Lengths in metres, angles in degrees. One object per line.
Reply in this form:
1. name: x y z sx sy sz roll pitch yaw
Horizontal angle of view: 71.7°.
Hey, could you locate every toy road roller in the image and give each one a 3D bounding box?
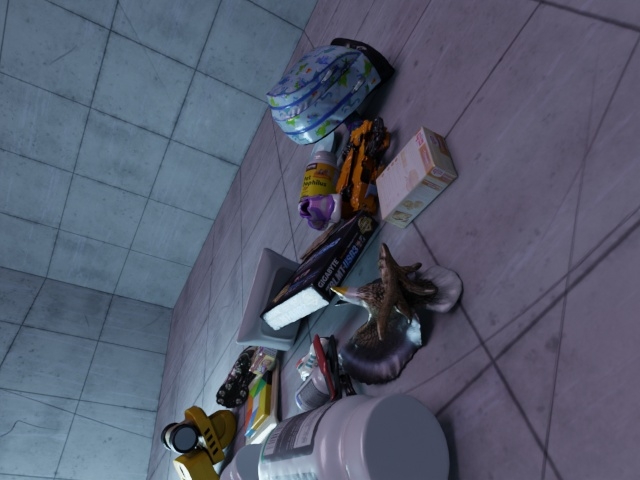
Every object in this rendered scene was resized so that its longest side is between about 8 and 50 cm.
1. toy road roller: -0.406 0.760 1.607 0.202 0.240 0.329 -32 81 55

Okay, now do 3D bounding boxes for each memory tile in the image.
1. memory tile: 0.000 0.000 1.302 0.148 0.012 0.113 -40 8 47

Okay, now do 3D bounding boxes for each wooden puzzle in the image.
1. wooden puzzle: -0.195 0.533 1.444 0.221 0.044 0.239 -54 28 33

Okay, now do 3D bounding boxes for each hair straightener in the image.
1. hair straightener: 0.049 0.306 1.018 0.230 0.089 0.047 -115 33 -54

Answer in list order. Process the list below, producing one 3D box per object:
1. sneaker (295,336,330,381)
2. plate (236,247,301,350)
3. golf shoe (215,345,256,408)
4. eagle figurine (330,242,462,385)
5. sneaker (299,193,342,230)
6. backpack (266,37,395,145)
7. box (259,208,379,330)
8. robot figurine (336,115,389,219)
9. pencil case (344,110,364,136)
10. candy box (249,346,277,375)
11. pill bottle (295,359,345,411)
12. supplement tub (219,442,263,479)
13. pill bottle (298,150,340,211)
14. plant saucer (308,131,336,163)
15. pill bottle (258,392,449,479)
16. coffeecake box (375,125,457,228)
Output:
1. sneaker: -0.006 0.326 1.188 0.161 0.057 0.075 -55 44 30
2. plate: -0.117 0.188 1.325 0.045 0.278 0.277 8 78 30
3. golf shoe: -0.296 0.509 1.649 0.273 0.105 0.120 -58 8 18
4. eagle figurine: 0.125 0.139 0.918 0.226 0.225 0.298 -37 -26 -23
5. sneaker: -0.015 -0.086 1.287 0.236 0.104 0.095 151 122 -75
6. backpack: 0.005 -0.470 1.401 0.355 0.273 0.290 -56 40 5
7. box: -0.004 0.083 1.184 0.295 0.073 0.293 -37 13 51
8. robot figurine: 0.120 -0.207 1.269 0.211 0.085 0.291 -12 62 63
9. pencil case: 0.107 -0.387 1.456 0.064 0.070 0.152 -59 27 25
10. candy box: -0.179 0.347 1.496 0.109 0.053 0.187 -56 13 32
11. pill bottle: 0.000 0.361 1.100 0.137 0.078 0.078 -55 27 32
12. supplement tub: -0.187 0.682 1.121 0.272 0.191 0.191 -66 24 12
13. pill bottle: 0.000 -0.186 1.475 0.117 0.117 0.215 -27 48 58
14. plant saucer: 0.015 -0.324 1.652 0.195 0.037 0.195 -46 34 43
15. pill bottle: 0.045 0.400 0.808 0.361 0.204 0.204 -42 36 49
16. coffeecake box: 0.215 -0.144 1.028 0.185 0.068 0.142 -50 31 40
